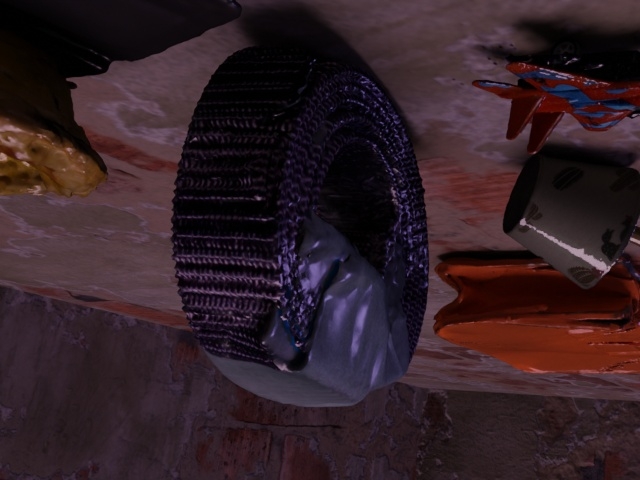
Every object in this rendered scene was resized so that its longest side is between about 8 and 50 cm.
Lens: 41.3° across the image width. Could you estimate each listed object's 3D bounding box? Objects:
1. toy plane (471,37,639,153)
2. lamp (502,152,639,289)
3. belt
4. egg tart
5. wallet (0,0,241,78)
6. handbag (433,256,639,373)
[{"bbox_3d":[0.203,-0.107,0.573,0.189,0.061,0.130,-10,157,41],"label":"toy plane"},{"bbox_3d":[0.285,-0.004,0.795,0.215,0.121,0.121,22,165,-5],"label":"lamp"},{"bbox_3d":[0.000,0.000,0.691,0.122,0.260,0.325,1,158,24],"label":"belt"},{"bbox_3d":[-0.265,-0.104,0.625,0.241,0.106,0.241,15,171,2],"label":"egg tart"},{"bbox_3d":[-0.238,-0.176,0.581,0.247,0.041,0.323,21,164,-40],"label":"wallet"},{"bbox_3d":[0.372,0.119,1.285,0.303,0.116,0.410,-5,162,32],"label":"handbag"}]
